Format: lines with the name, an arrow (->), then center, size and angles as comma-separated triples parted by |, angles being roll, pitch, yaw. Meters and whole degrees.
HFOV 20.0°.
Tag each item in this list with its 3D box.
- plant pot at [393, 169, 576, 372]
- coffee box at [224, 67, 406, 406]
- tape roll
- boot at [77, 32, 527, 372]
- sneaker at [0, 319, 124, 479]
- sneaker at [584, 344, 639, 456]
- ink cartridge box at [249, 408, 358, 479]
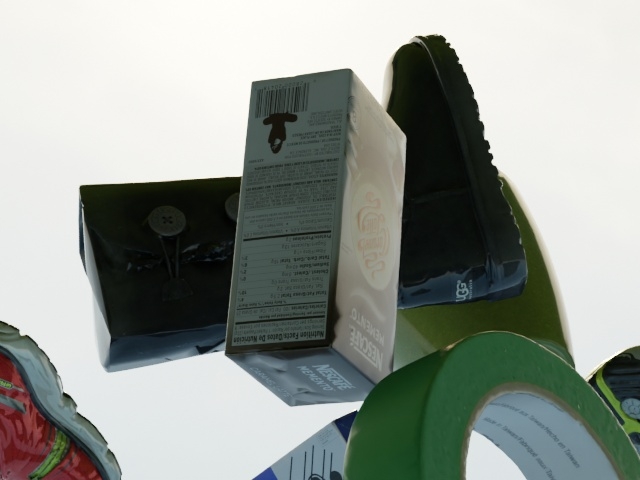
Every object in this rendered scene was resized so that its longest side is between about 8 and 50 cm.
plant pot -> 0.172, 0.089, 2.097 | 0.274, 0.275, 0.293 | -5, -149, -17
coffee box -> 0.000, 0.000, 1.516 | 0.098, 0.247, 0.141 | -6, 156, 23
tape roll -> 0.149, 0.228, 1.331 | 0.077, 0.321, 0.321 | -28, -177, 35
boot -> -0.043, -0.052, 1.943 | 0.445, 0.146, 0.367 | -11, -132, -6
sneaker -> -0.283, 0.195, 1.712 | 0.107, 0.279, 0.118 | 16, -126, 47
sneaker -> 0.370, 0.211, 2.150 | 0.145, 0.385, 0.147 | 24, -117, 15
ink cartridge box -> -0.012, 0.274, 1.965 | 0.046, 0.207, 0.097 | -20, -106, -49
